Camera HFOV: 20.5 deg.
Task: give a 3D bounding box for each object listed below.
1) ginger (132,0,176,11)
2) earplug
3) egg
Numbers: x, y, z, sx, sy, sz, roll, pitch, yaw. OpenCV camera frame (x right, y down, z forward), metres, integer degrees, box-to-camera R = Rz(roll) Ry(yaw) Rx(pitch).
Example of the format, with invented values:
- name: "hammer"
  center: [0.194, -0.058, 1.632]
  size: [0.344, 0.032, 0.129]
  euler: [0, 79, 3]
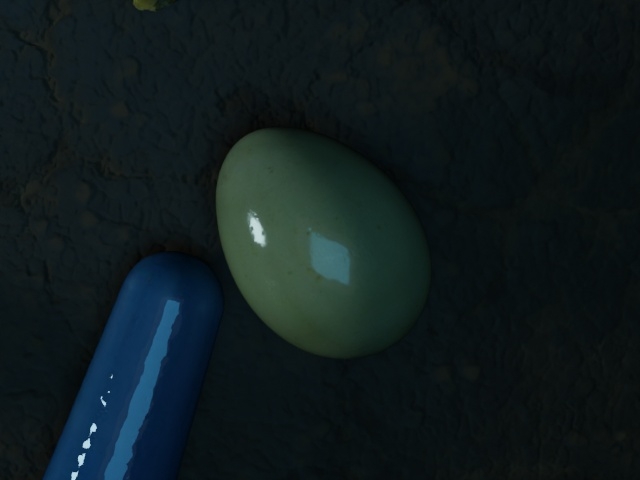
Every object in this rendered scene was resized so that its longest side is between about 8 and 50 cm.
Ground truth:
- name: "ginger"
  center: [-0.180, -0.306, 1.722]
  size: [0.096, 0.067, 0.165]
  euler: [-36, 117, 1]
- name: "earplug"
  center: [-0.177, 0.142, 1.785]
  size: [0.132, 0.132, 0.273]
  euler: [18, 95, -11]
- name: "egg"
  center: [0.000, 0.000, 1.743]
  size: [0.188, 0.188, 0.254]
  euler: [-35, 98, 1]
